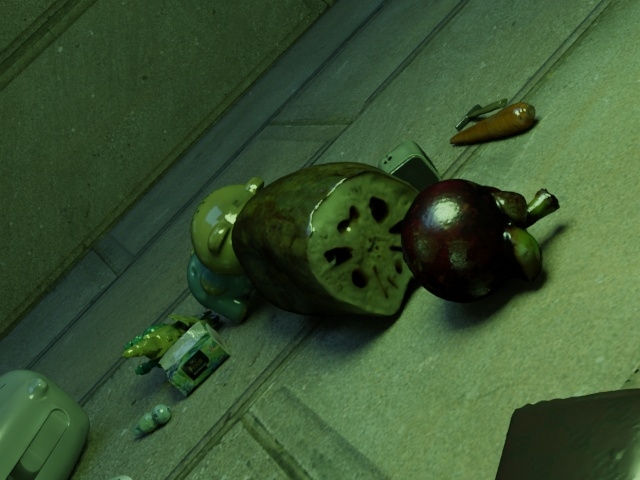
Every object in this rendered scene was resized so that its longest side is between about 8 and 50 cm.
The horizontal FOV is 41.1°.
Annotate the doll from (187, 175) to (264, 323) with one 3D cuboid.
[{"bbox_3d":[-0.161,0.010,1.573,0.177,0.161,0.261,-57,-8,-34],"label":"doll"}]

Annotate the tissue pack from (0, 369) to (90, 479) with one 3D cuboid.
[{"bbox_3d":[-0.593,0.414,1.614,0.236,0.229,0.333,-26,27,40],"label":"tissue pack"}]

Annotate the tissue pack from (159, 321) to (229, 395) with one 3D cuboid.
[{"bbox_3d":[-0.234,0.210,1.563,0.111,0.079,0.085,-44,20,-1],"label":"tissue pack"}]

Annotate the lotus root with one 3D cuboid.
[{"bbox_3d":[0.000,0.000,1.328,0.250,0.250,0.346,-52,20,-21],"label":"lotus root"}]

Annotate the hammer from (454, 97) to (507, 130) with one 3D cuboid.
[{"bbox_3d":[0.282,-0.223,1.481,0.062,0.013,0.199,-45,6,-3],"label":"hammer"}]

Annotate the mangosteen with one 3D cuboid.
[{"bbox_3d":[0.192,-0.002,1.080,0.184,0.172,0.172,1,45,36],"label":"mangosteen"}]

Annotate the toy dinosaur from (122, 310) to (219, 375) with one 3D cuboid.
[{"bbox_3d":[-0.308,0.200,1.628,0.153,0.094,0.259,-35,-9,31],"label":"toy dinosaur"}]

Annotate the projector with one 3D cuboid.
[{"bbox_3d":[0.153,-0.114,1.471,0.083,0.083,0.082,-38,21,13],"label":"projector"}]

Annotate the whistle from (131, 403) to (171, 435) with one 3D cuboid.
[{"bbox_3d":[-0.304,0.324,1.536,0.100,0.035,0.035,-36,21,25],"label":"whistle"}]

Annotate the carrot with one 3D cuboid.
[{"bbox_3d":[0.282,-0.189,1.444,0.048,0.048,0.216,-53,17,-24],"label":"carrot"}]

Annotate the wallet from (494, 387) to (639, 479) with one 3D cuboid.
[{"bbox_3d":[0.216,0.227,0.737,0.182,0.049,0.229,-24,26,42],"label":"wallet"}]

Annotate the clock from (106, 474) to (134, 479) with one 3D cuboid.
[{"bbox_3d":[-0.333,0.461,1.258,0.230,0.083,0.230,-35,23,17],"label":"clock"}]
